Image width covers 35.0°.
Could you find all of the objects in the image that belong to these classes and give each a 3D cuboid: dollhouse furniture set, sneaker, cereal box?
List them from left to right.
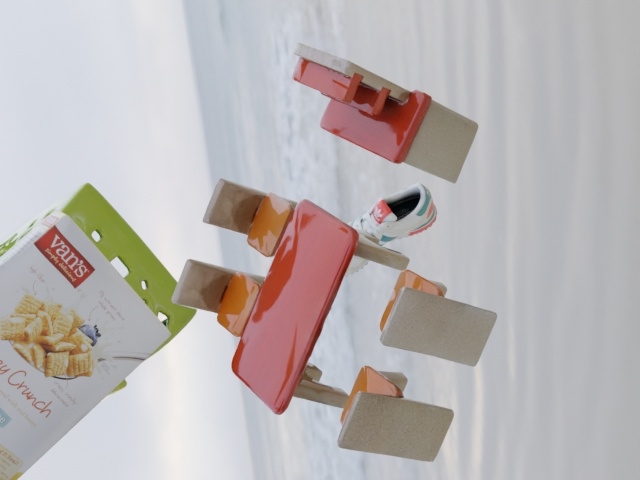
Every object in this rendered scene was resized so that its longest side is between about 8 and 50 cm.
[{"bbox_3d":[-0.289,0.111,0.995,0.173,0.240,0.047,53,164,-26],"label":"cereal box"},{"bbox_3d":[0.000,0.000,0.762,0.262,0.135,0.259,32,102,50],"label":"dollhouse furniture set"},{"bbox_3d":[0.057,-0.017,1.156,0.057,0.161,0.075,60,176,25],"label":"sneaker"}]

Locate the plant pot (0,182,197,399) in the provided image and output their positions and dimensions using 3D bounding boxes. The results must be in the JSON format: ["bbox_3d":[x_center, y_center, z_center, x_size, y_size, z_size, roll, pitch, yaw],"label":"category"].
[{"bbox_3d":[-0.329,0.102,1.255,0.227,0.228,0.207,51,-148,-14],"label":"plant pot"}]
